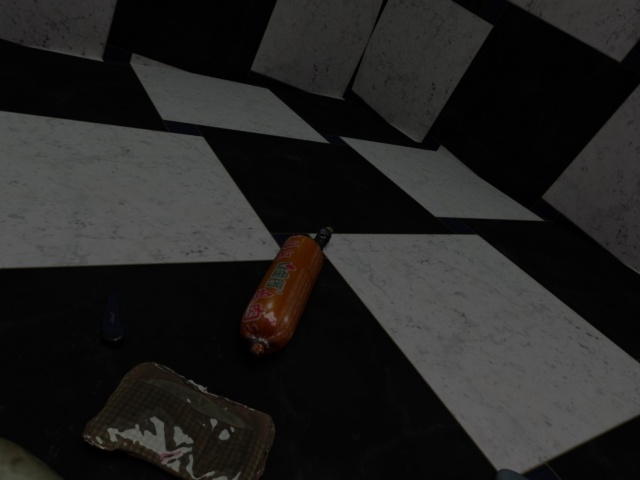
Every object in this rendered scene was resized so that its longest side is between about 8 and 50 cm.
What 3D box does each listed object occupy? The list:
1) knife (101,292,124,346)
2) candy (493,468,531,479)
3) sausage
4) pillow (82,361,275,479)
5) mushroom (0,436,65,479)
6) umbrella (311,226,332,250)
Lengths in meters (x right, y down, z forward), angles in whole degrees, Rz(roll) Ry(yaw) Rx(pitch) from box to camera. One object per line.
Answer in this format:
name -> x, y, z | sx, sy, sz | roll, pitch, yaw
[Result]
knife -> -0.311, 0.113, 0.676 | 0.031, 0.018, 0.121 | -1, 33, -22
candy -> 0.296, 0.380, 0.553 | 0.174, 0.071, 0.138 | 26, 29, 12
sausage -> -0.068, 0.095, 0.792 | 0.093, 0.093, 0.312 | 22, 28, 2
pillow -> -0.163, 0.230, 0.555 | 0.211, 0.034, 0.135 | 23, 27, 0
mushroom -> -0.239, 0.246, 0.201 | 0.352, 0.260, 0.352 | 41, 20, -19
umbrella -> 0.000, 0.000, 1.059 | 0.037, 0.040, 0.144 | 16, 26, 10
